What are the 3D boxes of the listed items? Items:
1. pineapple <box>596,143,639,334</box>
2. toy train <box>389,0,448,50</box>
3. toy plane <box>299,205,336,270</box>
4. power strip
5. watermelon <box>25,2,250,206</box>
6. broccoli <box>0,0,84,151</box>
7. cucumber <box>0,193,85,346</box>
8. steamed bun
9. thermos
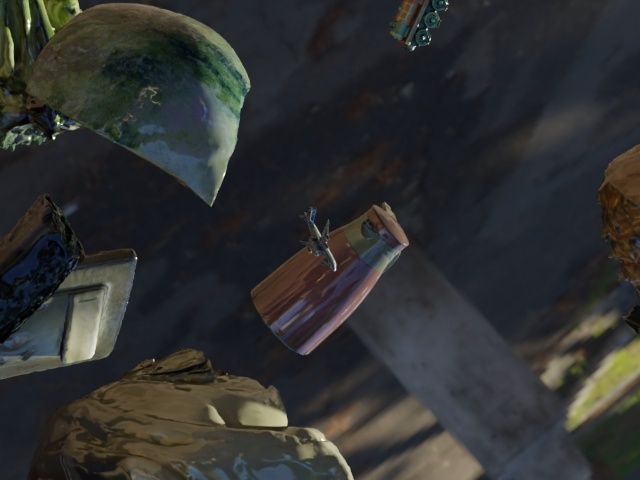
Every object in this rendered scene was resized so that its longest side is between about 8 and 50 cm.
[{"bbox_3d":[0.363,0.049,1.417,0.141,0.170,0.310,-41,120,-32],"label":"pineapple"},{"bbox_3d":[0.137,-0.325,2.092,0.064,0.044,0.103,22,95,-27],"label":"toy train"},{"bbox_3d":[-0.003,0.000,1.790,0.024,0.084,0.078,-12,167,-31],"label":"toy plane"},{"bbox_3d":[-0.381,0.090,1.909,0.251,0.092,0.257,-5,145,-21],"label":"power strip"},{"bbox_3d":[-0.194,-0.167,1.680,0.256,0.260,0.176,-30,127,-34],"label":"watermelon"},{"bbox_3d":[-0.379,-0.247,1.883,0.263,0.247,0.243,-19,125,-30],"label":"broccoli"},{"bbox_3d":[-0.271,0.067,1.090,0.245,0.067,0.067,-47,163,-18],"label":"cucumber"},{"bbox_3d":[-0.140,0.264,1.168,0.237,0.394,0.346,5,130,-30],"label":"steamed bun"},{"bbox_3d":[0.032,0.056,2.449,0.265,0.146,0.176,-41,156,13],"label":"thermos"}]
